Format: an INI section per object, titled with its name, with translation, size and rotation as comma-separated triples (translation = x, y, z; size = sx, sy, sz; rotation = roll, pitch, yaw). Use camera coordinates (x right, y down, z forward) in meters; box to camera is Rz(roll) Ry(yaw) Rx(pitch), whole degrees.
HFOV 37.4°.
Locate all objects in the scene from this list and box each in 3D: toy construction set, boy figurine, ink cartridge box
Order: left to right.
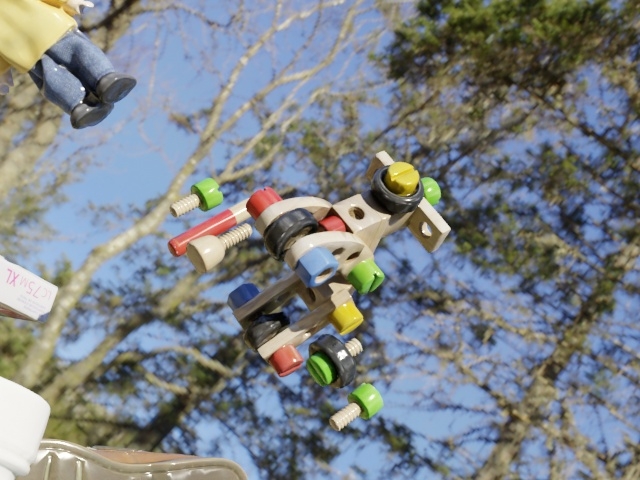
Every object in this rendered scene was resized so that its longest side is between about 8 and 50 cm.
[ink cartridge box]
translation = -0.527, 0.038, 1.257
size = 0.311, 0.065, 0.186
rotation = 8, -20, 30
[boy figurine]
translation = -0.385, -0.275, 1.255
size = 0.285, 0.092, 0.177
rotation = 45, -74, 3
[toy construction set]
translation = 0.000, 0.000, 1.084
size = 0.309, 0.237, 0.257
rotation = 31, -39, 41

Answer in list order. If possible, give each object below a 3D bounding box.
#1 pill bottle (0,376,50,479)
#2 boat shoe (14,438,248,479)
[pill bottle]
translation = -0.275, 0.230, 0.554
size = 0.177, 0.318, 0.176
rotation = 13, -24, 6
[boat shoe]
translation = -0.229, 0.262, 0.954
size = 0.307, 0.110, 0.104
rotation = 14, -17, -29
